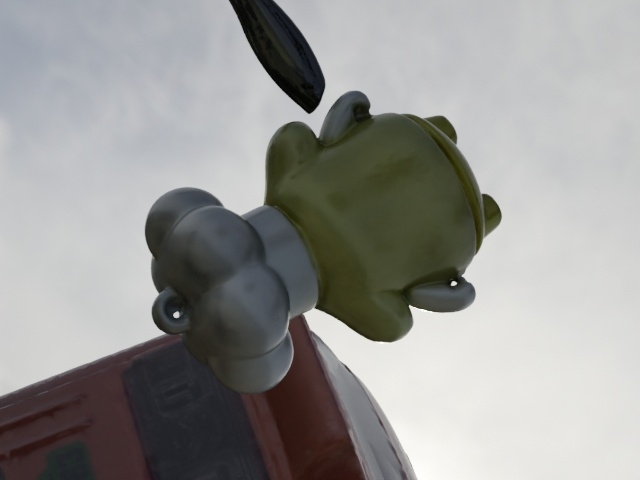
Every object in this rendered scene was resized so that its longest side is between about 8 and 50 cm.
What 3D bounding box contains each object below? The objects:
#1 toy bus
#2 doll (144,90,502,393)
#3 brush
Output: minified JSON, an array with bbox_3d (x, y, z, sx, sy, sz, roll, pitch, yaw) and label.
[{"bbox_3d":[-0.146,0.199,0.958,0.233,0.427,0.203,72,-4,-49],"label":"toy bus"},{"bbox_3d":[0.000,0.000,0.743,0.106,0.162,0.062,61,-29,8],"label":"doll"},{"bbox_3d":[-0.053,-0.140,0.796,0.193,0.063,0.016,56,-18,-11],"label":"brush"}]
